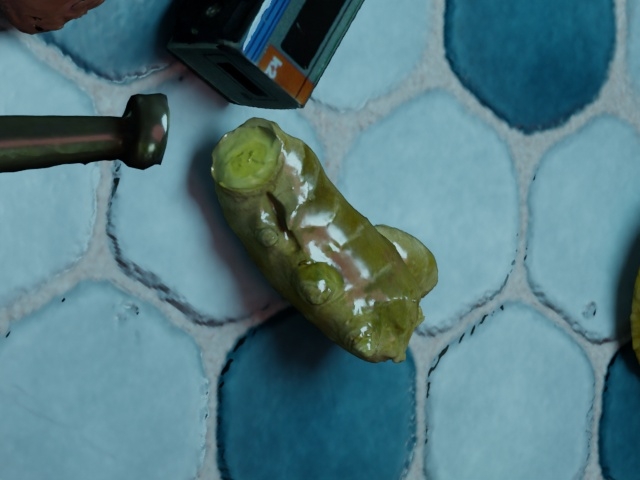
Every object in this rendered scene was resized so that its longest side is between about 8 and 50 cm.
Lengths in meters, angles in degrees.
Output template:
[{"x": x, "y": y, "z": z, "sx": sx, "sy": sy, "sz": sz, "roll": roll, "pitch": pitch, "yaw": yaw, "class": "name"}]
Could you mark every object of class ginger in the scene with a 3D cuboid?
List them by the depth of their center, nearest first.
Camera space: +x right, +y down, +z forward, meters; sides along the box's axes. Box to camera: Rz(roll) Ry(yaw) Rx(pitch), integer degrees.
[{"x": 0.003, "y": 0.014, "z": 1.212, "sx": 0.205, "sy": 0.081, "sz": 0.115, "roll": 34, "pitch": 63, "yaw": -34, "class": "ginger"}]

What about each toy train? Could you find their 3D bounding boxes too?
[{"x": 0.042, "y": -0.268, "z": 1.213, "sx": 0.089, "sy": 0.086, "sz": 0.409, "roll": 41, "pitch": 71, "yaw": -33, "class": "toy train"}]

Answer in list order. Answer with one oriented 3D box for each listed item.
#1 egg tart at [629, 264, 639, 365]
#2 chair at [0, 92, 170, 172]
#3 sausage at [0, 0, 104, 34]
[{"x": 0.349, "y": 0.047, "z": 1.419, "sx": 0.215, "sy": 0.171, "sz": 0.215, "roll": -17, "pitch": 120, "yaw": -32, "class": "egg tart"}, {"x": -0.330, "y": 0.102, "z": 0.785, "sx": 0.410, "sy": 0.364, "sz": 0.362, "roll": 8, "pitch": 85, "yaw": -22, "class": "chair"}, {"x": -0.175, "y": -0.179, "z": 1.070, "sx": 0.076, "sy": 0.076, "sz": 0.141, "roll": -50, "pitch": 120, "yaw": -22, "class": "sausage"}]
